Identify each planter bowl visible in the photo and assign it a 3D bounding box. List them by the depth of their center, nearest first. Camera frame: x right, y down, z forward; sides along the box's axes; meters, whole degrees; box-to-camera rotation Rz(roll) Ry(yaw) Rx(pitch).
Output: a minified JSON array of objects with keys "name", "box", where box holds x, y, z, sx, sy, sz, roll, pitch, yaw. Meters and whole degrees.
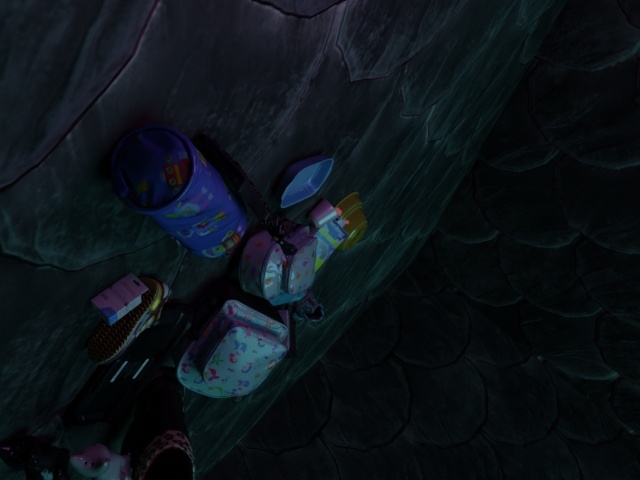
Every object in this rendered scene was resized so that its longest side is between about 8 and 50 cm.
[{"name":"planter bowl","box":[0.079,-0.035,1.852,0.217,0.090,0.217,-45,164,-16]}]

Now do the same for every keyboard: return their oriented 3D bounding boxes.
[{"name":"keyboard","box":[-0.103,-0.056,1.042,0.033,0.202,0.317,-36,165,-3]}]

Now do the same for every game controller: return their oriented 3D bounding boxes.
[{"name":"game controller","box":[-0.392,0.257,1.269,0.319,0.067,0.166,-53,151,7]}]

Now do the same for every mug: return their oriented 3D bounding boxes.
[{"name":"mug","box":[0.002,-0.063,1.622,0.064,0.062,0.078,-38,156,-13]}]

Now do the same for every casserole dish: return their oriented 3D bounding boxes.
[{"name":"casserole dish","box":[-0.040,-0.137,1.357,0.188,0.037,0.114,-31,156,-54]}]

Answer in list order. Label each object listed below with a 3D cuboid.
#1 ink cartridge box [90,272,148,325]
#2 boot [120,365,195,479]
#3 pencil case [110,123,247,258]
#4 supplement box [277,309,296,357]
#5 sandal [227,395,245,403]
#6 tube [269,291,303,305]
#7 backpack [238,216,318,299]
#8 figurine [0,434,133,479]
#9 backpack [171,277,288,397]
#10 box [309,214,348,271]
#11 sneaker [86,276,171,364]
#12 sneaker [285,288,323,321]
[{"name":"ink cartridge box","box":[-0.336,0.098,1.028,0.083,0.048,0.028,-40,162,-33]},{"name":"boot","box":[-0.370,0.515,1.384,0.284,0.138,0.378,-131,-124,-63]},{"name":"pencil case","box":[-0.201,-0.060,0.909,0.133,0.119,0.306,-30,165,-1]},{"name":"supplement box","box":[-0.126,0.313,2.015,0.239,0.073,0.130,76,12,-72]},{"name":"sandal","box":[-0.233,0.377,1.939,0.303,0.086,0.120,-57,152,-46]},{"name":"tube","box":[-0.122,0.170,1.858,0.080,0.052,0.207,-60,158,16]},{"name":"backpack","box":[-0.097,0.052,1.418,0.188,0.144,0.166,-24,130,-47]},{"name":"figurine","box":[-0.475,0.426,1.159,0.209,0.214,0.092,92,3,-60]},{"name":"backpack","box":[-0.218,0.250,1.429,0.253,0.191,0.225,-47,129,12]},{"name":"box","box":[0.000,0.000,1.720,0.178,0.042,0.109,-49,136,-3]},{"name":"sneaker","box":[-0.341,0.152,1.111,0.185,0.069,0.084,-49,160,0]},{"name":"sneaker","box":[-0.050,0.241,2.082,0.104,0.125,0.262,-46,165,-14]}]
